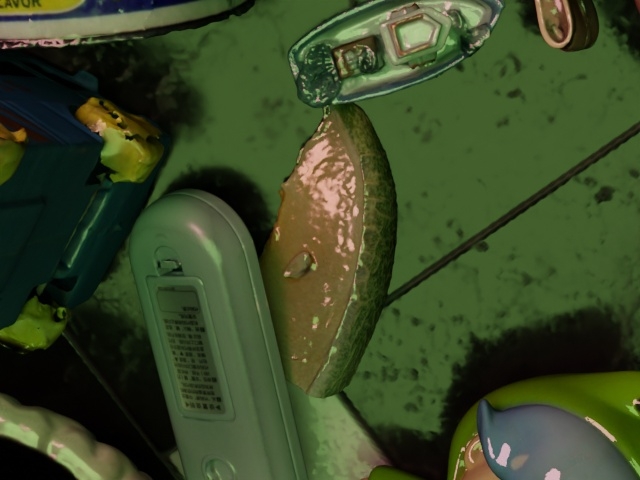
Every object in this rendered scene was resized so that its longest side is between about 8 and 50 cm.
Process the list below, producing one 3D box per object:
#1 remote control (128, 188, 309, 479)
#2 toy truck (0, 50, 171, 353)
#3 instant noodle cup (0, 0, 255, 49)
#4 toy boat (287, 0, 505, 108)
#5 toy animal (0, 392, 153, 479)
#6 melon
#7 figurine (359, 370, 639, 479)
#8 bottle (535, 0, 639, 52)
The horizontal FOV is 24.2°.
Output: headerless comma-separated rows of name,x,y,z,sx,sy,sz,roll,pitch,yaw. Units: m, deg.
remote control,-0.066,0.086,0.957,0.087,0.047,0.244,-2,110,33
toy truck,-0.216,-0.029,0.802,0.162,0.385,0.161,32,103,12
instant noodle cup,-0.145,-0.274,0.817,0.284,0.284,0.312,-3,109,4
toy boat,0.047,-0.123,0.924,0.140,0.066,0.059,-19,96,5
toy animal,-0.211,0.188,0.937,0.208,0.204,0.156,-42,82,-9
melon,0.006,0.005,0.969,0.098,0.054,0.182,29,101,13
figurine,0.120,0.177,0.950,0.263,0.143,0.162,-27,91,25
bottle,0.264,-0.128,0.836,0.297,0.173,0.206,45,113,14
